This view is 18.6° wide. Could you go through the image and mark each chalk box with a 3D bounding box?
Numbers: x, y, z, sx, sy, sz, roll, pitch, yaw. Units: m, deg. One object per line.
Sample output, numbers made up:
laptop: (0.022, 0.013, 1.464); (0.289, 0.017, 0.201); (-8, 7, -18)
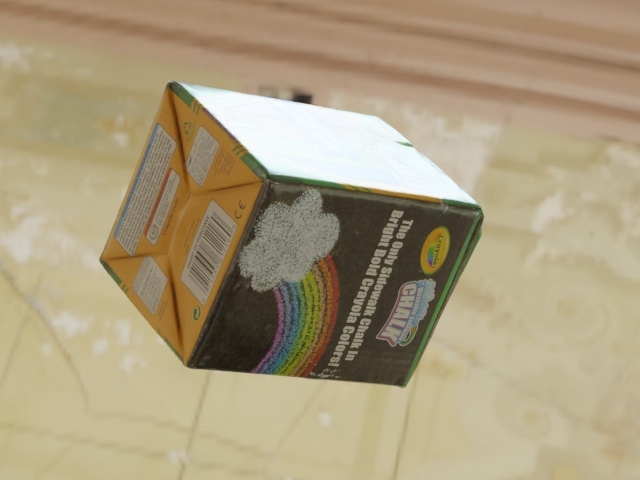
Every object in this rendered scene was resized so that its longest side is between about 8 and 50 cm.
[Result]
chalk box: (0.000, 0.000, 1.618); (0.289, 0.180, 0.179); (8, -156, -38)
